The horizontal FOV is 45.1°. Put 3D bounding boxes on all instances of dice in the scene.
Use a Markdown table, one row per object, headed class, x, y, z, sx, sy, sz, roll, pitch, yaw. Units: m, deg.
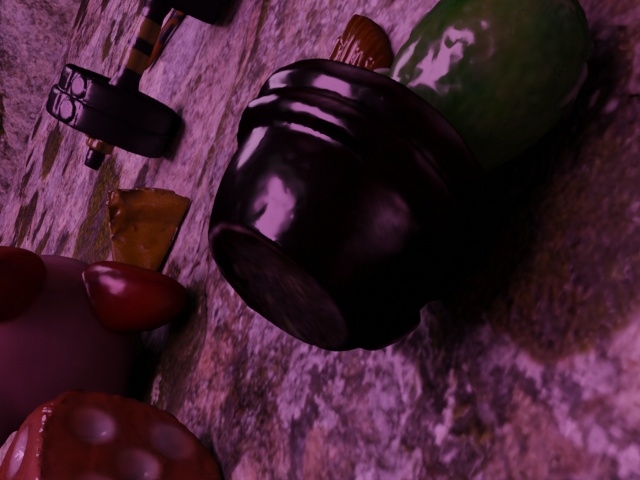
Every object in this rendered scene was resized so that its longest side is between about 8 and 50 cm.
| class | x | y | z | sx | sy | sz | roll | pitch | yaw |
| --- | --- | --- | --- | --- | --- | --- | --- | --- | --- |
| dice | -0.198 | 0.254 | 0.679 | 0.174 | 0.174 | 0.179 | -60 | 31 | 19 |

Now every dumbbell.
| class | x | y | z | sx | sy | sz | roll | pitch | yaw |
| --- | --- | --- | --- | --- | --- | --- | --- | --- | --- |
| dumbbell | -0.258 | -0.281 | 1.107 | 0.389 | 0.185 | 0.185 | -65 | 29 | 9 |

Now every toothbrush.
| class | x | y | z | sx | sy | sz | roll | pitch | yaw |
| --- | --- | --- | --- | --- | --- | --- | --- | --- | --- |
| toothbrush | -0.234 | -0.393 | 1.302 | 0.321 | 0.023 | 0.031 | -43 | 32 | 38 |

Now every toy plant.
| class | x | y | z | sx | sy | sz | roll | pitch | yaw |
| --- | --- | --- | --- | --- | --- | --- | --- | --- | --- |
| toy plant | 0.045 | -0.055 | 0.483 | 0.235 | 0.175 | 0.218 | -52 | 16 | -23 |

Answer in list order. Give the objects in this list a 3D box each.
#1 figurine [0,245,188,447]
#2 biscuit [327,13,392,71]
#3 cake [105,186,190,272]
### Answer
| class | x | y | z | sx | sy | sz | roll | pitch | yaw |
| --- | --- | --- | --- | --- | --- | --- | --- | --- | --- |
| figurine | -0.325 | 0.108 | 0.927 | 0.211 | 0.269 | 0.262 | 51 | 128 | 57 |
| biscuit | 0.000 | -0.098 | 0.709 | 0.176 | 0.031 | 0.229 | -11 | 63 | 56 |
| cake | -0.227 | 0.009 | 1.027 | 0.079 | 0.116 | 0.185 | -142 | 43 | -64 |
